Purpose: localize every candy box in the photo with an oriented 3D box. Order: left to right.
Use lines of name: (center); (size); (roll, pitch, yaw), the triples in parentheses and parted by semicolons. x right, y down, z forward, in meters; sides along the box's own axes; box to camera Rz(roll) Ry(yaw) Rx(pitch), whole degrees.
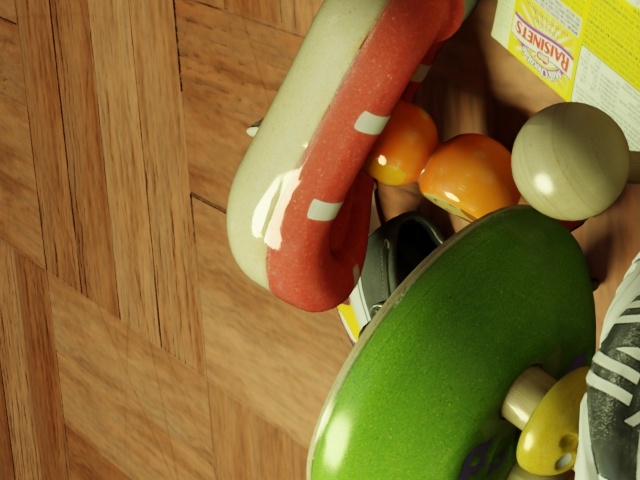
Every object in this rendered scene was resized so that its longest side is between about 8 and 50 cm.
candy box: (0.163, -0.102, 0.963); (0.206, 0.027, 0.105); (48, 145, 40)

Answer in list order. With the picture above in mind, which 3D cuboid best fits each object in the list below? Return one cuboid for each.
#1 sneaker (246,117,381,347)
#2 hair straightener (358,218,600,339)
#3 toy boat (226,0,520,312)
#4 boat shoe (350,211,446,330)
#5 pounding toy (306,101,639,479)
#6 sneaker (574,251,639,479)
sneaker: (0.000, 0.000, 1.242); (0.069, 0.084, 0.185); (-14, 91, 61)
hair straightener: (0.087, 0.052, 0.979); (0.047, 0.230, 0.089); (-6, 102, 33)
toy boat: (0.047, -0.053, 1.085); (0.151, 0.151, 0.231); (30, 117, 4)
boat shoe: (0.083, 0.086, 1.153); (0.076, 0.080, 0.228); (128, 129, -58)
pounding toy: (0.108, 0.065, 0.866); (0.110, 0.183, 0.237); (36, 99, 27)
sneaker: (0.227, 0.009, 0.646); (0.210, 0.137, 0.366); (-1, 64, 56)
